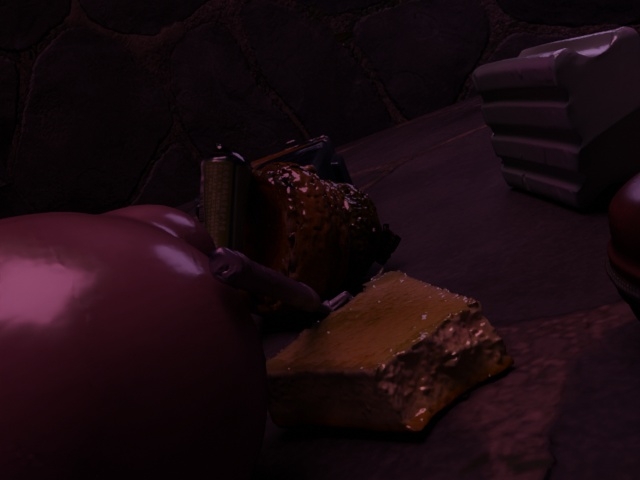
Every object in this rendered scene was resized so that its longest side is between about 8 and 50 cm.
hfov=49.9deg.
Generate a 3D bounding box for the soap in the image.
[{"bbox_3d":[0.278,-0.141,0.801,0.095,0.173,0.289,-22,11,1],"label":"soap"}]

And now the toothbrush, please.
[{"bbox_3d":[-0.011,0.040,0.536,0.029,0.024,0.354,-40,-16,3],"label":"toothbrush"}]

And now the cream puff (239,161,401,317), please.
[{"bbox_3d":[0.000,0.000,0.791,0.169,0.183,0.183,1,-3,-33],"label":"cream puff"}]

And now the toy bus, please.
[{"bbox_3d":[-0.052,-0.047,1.035,0.194,0.162,0.323,-19,14,10],"label":"toy bus"}]

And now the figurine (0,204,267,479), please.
[{"bbox_3d":[-0.151,0.097,0.396,0.261,0.270,0.211,-2,13,-33],"label":"figurine"}]

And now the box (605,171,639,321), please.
[{"bbox_3d":[0.361,-0.046,0.379,0.403,0.108,0.263,-25,12,-13],"label":"box"}]

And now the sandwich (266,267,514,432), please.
[{"bbox_3d":[0.069,0.073,0.523,0.162,0.058,0.193,-10,15,40],"label":"sandwich"}]

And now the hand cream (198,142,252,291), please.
[{"bbox_3d":[-0.107,0.014,0.739,0.055,0.235,0.086,4,-4,-28],"label":"hand cream"}]
